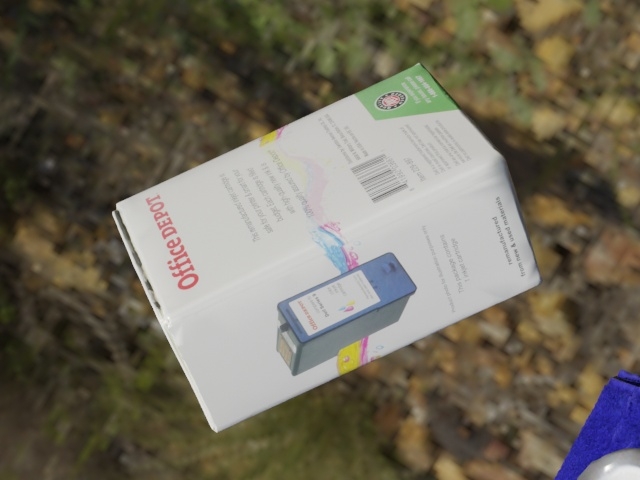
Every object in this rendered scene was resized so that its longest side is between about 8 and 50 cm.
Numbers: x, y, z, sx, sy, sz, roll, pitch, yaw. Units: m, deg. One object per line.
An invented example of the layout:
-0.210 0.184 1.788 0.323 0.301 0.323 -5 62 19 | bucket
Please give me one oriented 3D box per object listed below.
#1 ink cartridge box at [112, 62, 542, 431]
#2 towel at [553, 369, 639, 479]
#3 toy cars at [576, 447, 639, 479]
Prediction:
0.000 0.000 1.140 0.154 0.212 0.093 -122 10 -59 | ink cartridge box
0.244 0.189 1.333 0.076 0.227 0.308 40 166 -16 | towel
0.035 0.181 0.452 0.087 0.394 0.176 13 127 49 | toy cars
